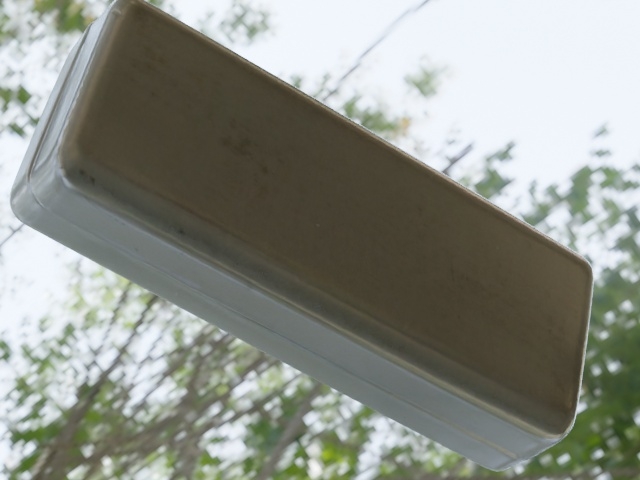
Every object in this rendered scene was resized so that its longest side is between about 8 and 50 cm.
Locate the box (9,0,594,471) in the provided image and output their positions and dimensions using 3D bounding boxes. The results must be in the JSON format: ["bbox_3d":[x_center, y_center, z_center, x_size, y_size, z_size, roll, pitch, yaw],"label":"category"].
[{"bbox_3d":[0.000,0.000,0.666,0.244,0.055,0.103,30,-129,-19],"label":"box"}]
